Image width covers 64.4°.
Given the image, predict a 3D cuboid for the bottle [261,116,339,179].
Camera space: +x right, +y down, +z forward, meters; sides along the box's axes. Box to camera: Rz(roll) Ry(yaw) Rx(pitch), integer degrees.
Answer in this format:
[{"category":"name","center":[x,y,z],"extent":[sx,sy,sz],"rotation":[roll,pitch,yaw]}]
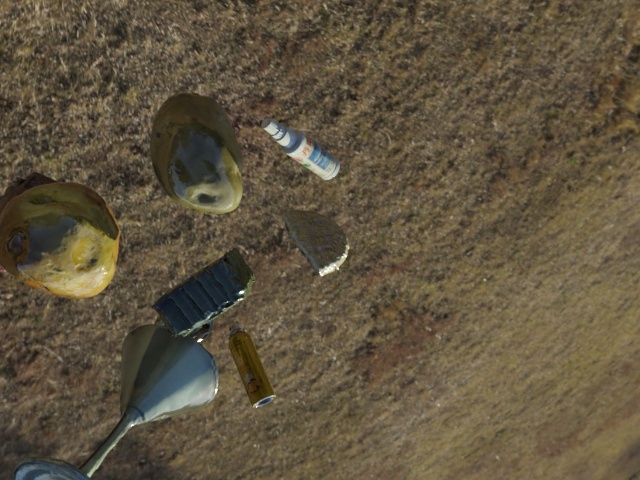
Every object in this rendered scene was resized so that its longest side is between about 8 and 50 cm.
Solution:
[{"category":"bottle","center":[-0.043,-0.196,1.081],"extent":[0.060,0.060,0.217],"rotation":[-49,138,14]}]

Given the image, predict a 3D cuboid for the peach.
[{"category":"peach","center":[-0.500,0.013,0.987],"extent":[0.214,0.214,0.236],"rotation":[-15,118,-17]}]

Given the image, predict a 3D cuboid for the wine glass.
[{"category":"wine glass","center":[-0.426,0.399,1.097],"extent":[0.266,0.406,0.268],"rotation":[6,115,14]}]

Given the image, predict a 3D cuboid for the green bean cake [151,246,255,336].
[{"category":"green bean cake","center":[-0.220,0.101,0.998],"extent":[0.173,0.181,0.094],"rotation":[-33,95,0]}]

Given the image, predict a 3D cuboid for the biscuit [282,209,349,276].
[{"category":"biscuit","center":[0.000,0.000,1.608],"extent":[0.179,0.281,0.084],"rotation":[-9,134,-23]}]

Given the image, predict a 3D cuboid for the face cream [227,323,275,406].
[{"category":"face cream","center":[-0.297,0.503,2.097],"extent":[0.104,0.349,0.105],"rotation":[-22,154,-12]}]

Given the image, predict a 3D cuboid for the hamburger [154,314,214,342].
[{"category":"hamburger","center":[-0.509,0.303,1.999],"extent":[0.192,0.288,0.168],"rotation":[-4,105,18]}]

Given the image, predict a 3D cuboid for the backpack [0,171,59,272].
[{"category":"backpack","center":[-0.975,-0.039,1.630],"extent":[0.317,0.284,0.197],"rotation":[-31,133,30]}]

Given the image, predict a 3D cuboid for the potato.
[{"category":"potato","center":[-0.324,-0.222,1.333],"extent":[0.220,0.243,0.327],"rotation":[-10,104,29]}]
